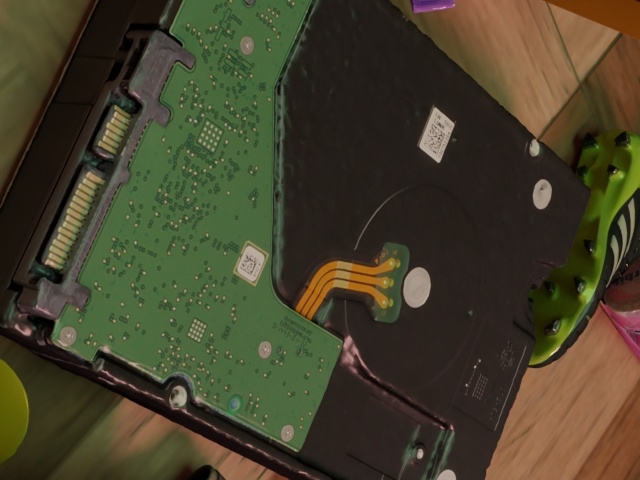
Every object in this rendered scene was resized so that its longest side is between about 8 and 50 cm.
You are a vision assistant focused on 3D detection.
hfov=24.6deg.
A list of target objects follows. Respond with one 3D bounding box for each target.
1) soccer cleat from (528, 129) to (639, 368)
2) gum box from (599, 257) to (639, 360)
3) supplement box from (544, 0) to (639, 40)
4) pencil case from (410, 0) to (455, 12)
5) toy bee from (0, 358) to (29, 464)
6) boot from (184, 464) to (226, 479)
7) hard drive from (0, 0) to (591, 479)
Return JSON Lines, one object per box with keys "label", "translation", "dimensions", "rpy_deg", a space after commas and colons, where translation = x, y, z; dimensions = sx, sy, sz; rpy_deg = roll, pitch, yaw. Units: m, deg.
{"label": "soccer cleat", "translation": [0.174, 0.011, 0.942], "dimensions": [0.072, 0.060, 0.179], "rpy_deg": [47, 61, -41]}
{"label": "gum box", "translation": [0.266, 0.000, 1.028], "dimensions": [0.107, 0.062, 0.188], "rpy_deg": [46, 64, -39]}
{"label": "supplement box", "translation": [0.167, -0.229, 0.764], "dimensions": [0.129, 0.191, 0.194], "rpy_deg": [-24, 132, -41]}
{"label": "pencil case", "translation": [0.034, -0.221, 0.706], "dimensions": [0.086, 0.088, 0.206], "rpy_deg": [-6, 76, -4]}
{"label": "toy bee", "translation": [-0.158, 0.138, 0.583], "dimensions": [0.298, 0.162, 0.195], "rpy_deg": [47, 42, -60]}
{"label": "boot", "translation": [-0.079, 0.171, 0.729], "dimensions": [0.118, 0.042, 0.087], "rpy_deg": [-36, 114, -37]}
{"label": "hard drive", "translation": [0.000, 0.000, 0.759], "dimensions": [0.339, 0.064, 0.237], "rpy_deg": [34, 72, -44]}
